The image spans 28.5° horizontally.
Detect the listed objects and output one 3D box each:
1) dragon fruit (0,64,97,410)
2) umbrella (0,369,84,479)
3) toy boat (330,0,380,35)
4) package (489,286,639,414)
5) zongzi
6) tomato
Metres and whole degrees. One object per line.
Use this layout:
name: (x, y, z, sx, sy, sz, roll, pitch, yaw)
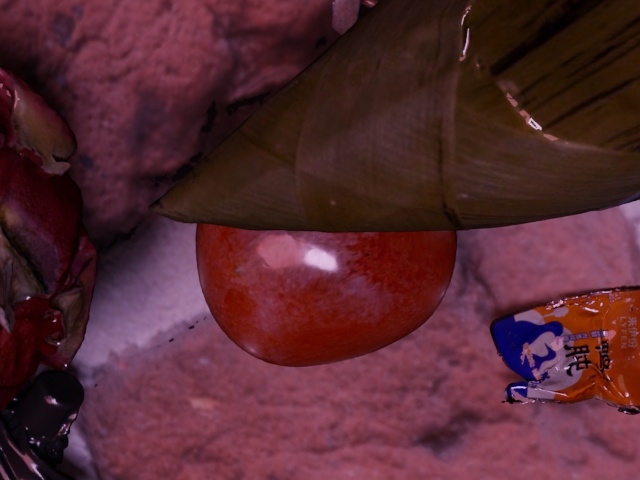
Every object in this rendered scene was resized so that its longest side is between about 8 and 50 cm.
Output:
dragon fruit: (-0.310, -0.003, 0.831, 0.329, 0.329, 0.329, 5, 102, 23)
umbrella: (-0.259, 0.204, 0.961, 0.272, 0.110, 0.122, -50, 44, 22)
toy boat: (0.074, -0.158, 0.787, 0.122, 0.034, 0.096, 18, 107, 11)
package: (0.164, 0.072, 0.787, 0.110, 0.033, 0.077, -8, 73, 11)
zongzi: (0.077, -0.084, 0.574, 0.360, 0.323, 0.160, -16, 83, -2)
tomato: (0.000, 0.000, 0.781, 0.167, 0.167, 0.167, 5, 102, 23)
